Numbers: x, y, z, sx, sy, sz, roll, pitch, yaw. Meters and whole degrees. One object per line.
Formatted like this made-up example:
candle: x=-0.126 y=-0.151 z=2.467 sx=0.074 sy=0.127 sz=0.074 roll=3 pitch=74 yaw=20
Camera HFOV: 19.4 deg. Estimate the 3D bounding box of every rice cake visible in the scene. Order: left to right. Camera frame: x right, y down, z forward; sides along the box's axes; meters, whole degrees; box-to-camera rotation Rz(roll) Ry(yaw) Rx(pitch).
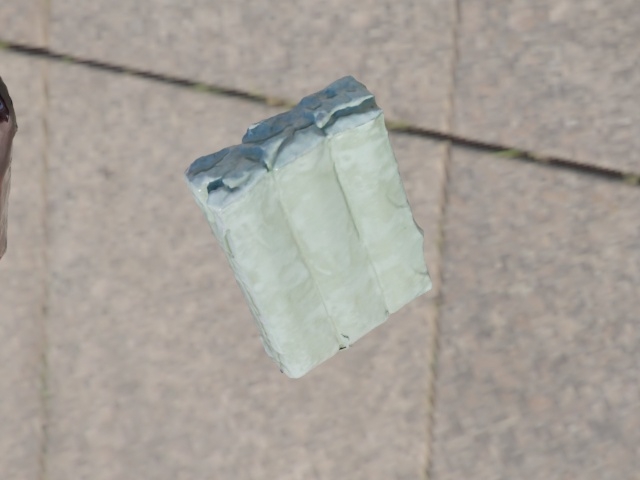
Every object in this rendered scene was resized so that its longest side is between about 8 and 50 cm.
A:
rice cake: x=0.000 y=0.000 z=1.067 sx=0.038 sy=0.124 sz=0.211 roll=50 pitch=165 yaw=32

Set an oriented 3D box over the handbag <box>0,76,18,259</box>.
handbag: x=-0.320 y=-0.042 z=1.311 sx=0.181 sy=0.181 sz=0.254 roll=52 pitch=153 yaw=17
